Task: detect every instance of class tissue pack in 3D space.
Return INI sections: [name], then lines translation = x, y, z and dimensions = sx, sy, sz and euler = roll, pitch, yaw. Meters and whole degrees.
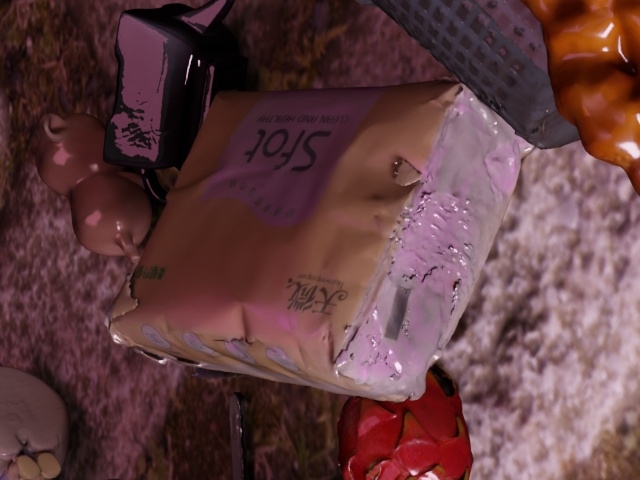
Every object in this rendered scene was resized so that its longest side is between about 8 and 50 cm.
[tissue pack]
translation = 0.000, 0.000, 1.272
dimensions = 0.257, 0.123, 0.215
euler = 4, 65, 49

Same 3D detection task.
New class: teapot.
[teapot]
translation = -0.096, -0.108, 1.455
dimensions = 0.096, 0.087, 0.177
euler = 18, 108, 25

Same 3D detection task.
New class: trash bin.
[trash bin]
translation = 0.124, -0.148, 1.121
dimensions = 0.161, 0.175, 0.175
euler = 53, 131, 21

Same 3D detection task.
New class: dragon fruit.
[dragon fruit]
translation = 0.056, 0.109, 1.292
dimensions = 0.094, 0.094, 0.190
euler = -44, 38, 43

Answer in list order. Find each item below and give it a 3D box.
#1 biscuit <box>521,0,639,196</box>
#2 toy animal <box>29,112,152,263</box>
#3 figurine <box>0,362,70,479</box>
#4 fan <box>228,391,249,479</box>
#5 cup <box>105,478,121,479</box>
[biscuit]
translation = 0.240, -0.167, 0.941
dimensions = 0.312, 0.110, 0.318
euler = -25, 74, 24
[toy animal]
translation = -0.184, -0.045, 1.561
dimensions = 0.150, 0.089, 0.083
euler = 53, 128, 22
[figurine]
translation = -0.296, 0.233, 1.700
dimensions = 0.155, 0.127, 0.235
euler = 44, 131, 28
[fan]
translation = -0.043, 0.296, 1.470
dimensions = 0.223, 0.012, 0.294
euler = 42, 125, 41
[cup]
translation = -0.024, 0.306, 1.281
dimensions = 0.347, 0.163, 0.347
euler = 165, 90, -76
